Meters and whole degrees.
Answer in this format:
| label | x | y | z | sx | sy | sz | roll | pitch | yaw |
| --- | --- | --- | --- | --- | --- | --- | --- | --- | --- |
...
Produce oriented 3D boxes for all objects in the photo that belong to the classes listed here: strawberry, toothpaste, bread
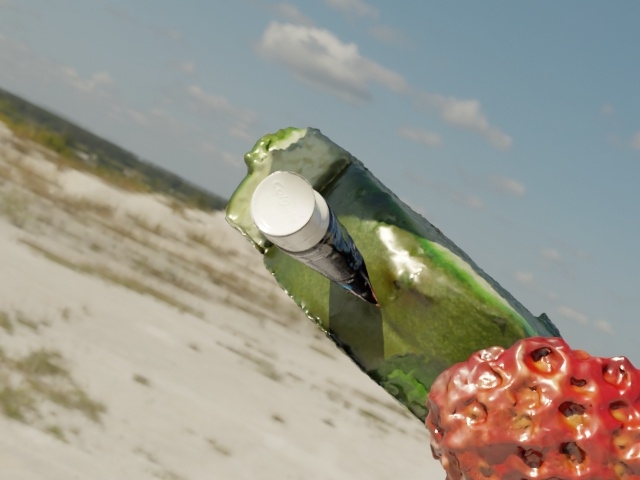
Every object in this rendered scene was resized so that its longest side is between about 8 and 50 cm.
| label | x | y | z | sx | sy | sz | roll | pitch | yaw |
| --- | --- | --- | --- | --- | --- | --- | --- | --- | --- |
| strawberry | 0.159 | 0.159 | 0.685 | 0.236 | 0.190 | 0.111 | 36 | 29 | -26 |
| toothpaste | 0.000 | 0.000 | 0.859 | 0.071 | 0.045 | 0.193 | 52 | 3 | 23 |
| bread | 0.077 | 0.042 | 1.103 | 0.382 | 0.129 | 0.366 | 41 | 5 | 2 |
